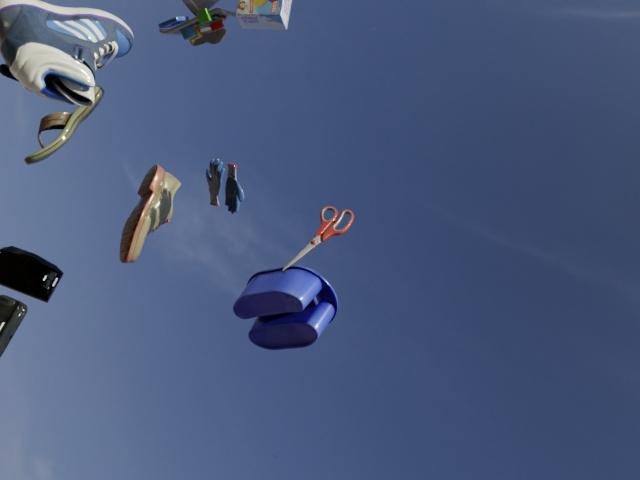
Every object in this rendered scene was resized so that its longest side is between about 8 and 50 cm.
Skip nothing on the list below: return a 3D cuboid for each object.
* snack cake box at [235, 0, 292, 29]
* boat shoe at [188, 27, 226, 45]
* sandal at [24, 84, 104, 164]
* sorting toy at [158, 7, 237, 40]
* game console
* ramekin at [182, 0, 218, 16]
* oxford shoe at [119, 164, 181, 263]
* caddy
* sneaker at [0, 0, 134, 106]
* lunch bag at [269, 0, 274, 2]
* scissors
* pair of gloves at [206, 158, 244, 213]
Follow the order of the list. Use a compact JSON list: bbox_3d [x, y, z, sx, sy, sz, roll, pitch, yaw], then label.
[{"bbox_3d":[-0.166,-0.808,1.763,0.152,0.089,0.265,6,-99,11],"label":"snack cake box"},{"bbox_3d":[-0.379,-0.681,1.826,0.059,0.170,0.063,40,-53,13],"label":"boat shoe"},{"bbox_3d":[-0.727,-0.330,1.563,0.120,0.086,0.303,-3,-129,58],"label":"sandal"},{"bbox_3d":[-0.344,-0.618,1.612,0.195,0.348,0.047,-15,-73,9],"label":"sorting toy"},{"bbox_3d":[-0.997,0.196,1.772,0.044,0.213,0.361,-43,-154,54],"label":"game console"},{"bbox_3d":[-0.361,-0.762,1.598,0.109,0.207,0.207,-26,-103,10],"label":"ramekin"},{"bbox_3d":[-0.556,-0.074,1.850,0.123,0.130,0.348,-2,-115,49],"label":"oxford shoe"},{"bbox_3d":[-0.110,0.208,1.795,0.341,0.179,0.241,-12,-66,32],"label":"caddy"},{"bbox_3d":[-0.497,-0.365,1.165,0.130,0.322,0.236,-35,-103,30],"label":"sneaker"},{"bbox_3d":[-0.068,-0.788,1.511,0.293,0.120,0.258,-42,-152,12],"label":"lunch bag"},{"bbox_3d":[0.000,0.000,1.681,0.109,0.297,0.021,24,-35,15],"label":"scissors"},{"bbox_3d":[-0.300,-0.171,1.751,0.198,0.023,0.159,18,-67,44],"label":"pair of gloves"}]
